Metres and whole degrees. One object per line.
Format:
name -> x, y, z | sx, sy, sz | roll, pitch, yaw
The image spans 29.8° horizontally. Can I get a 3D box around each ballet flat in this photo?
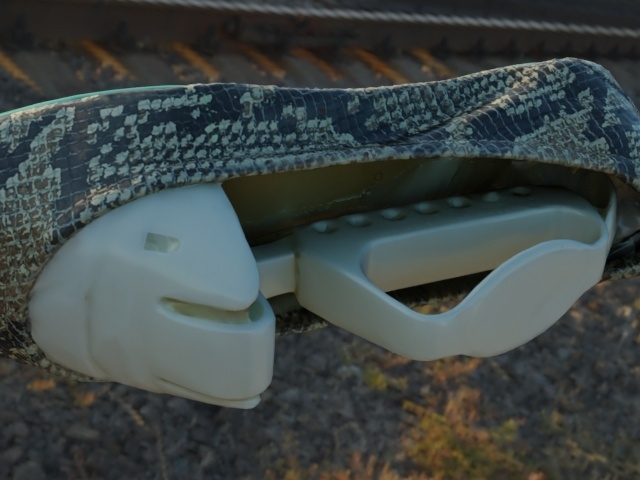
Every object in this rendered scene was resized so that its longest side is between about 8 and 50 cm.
ballet flat -> 0.000, 0.000, 0.646 | 0.483, 0.164, 0.182 | -10, 43, -23
